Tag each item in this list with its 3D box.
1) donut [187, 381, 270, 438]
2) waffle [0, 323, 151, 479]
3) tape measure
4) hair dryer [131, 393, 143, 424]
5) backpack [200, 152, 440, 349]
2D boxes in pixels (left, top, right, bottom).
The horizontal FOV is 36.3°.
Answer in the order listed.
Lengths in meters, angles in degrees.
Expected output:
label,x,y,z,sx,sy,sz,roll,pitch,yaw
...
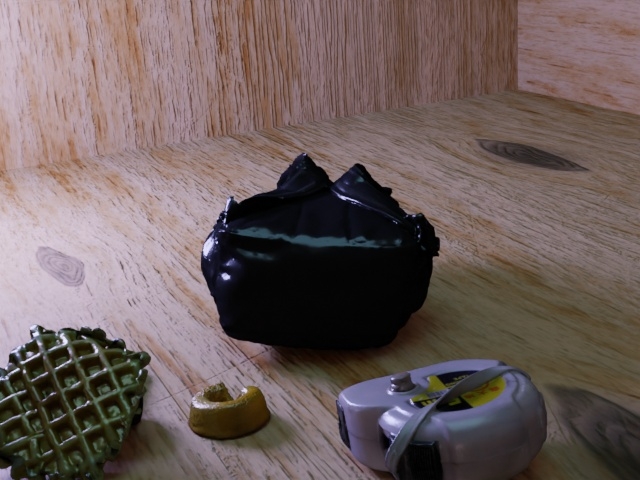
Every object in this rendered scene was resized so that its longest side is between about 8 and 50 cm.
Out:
label,x,y,z,sx,sy,sz,roll,pitch,yaw
donut,-0.122,0.218,1.271,0.108,0.043,0.097,-1,17,21
waffle,-0.318,0.200,1.211,0.207,0.054,0.214,12,57,14
tape measure,0.154,0.208,1.113,0.236,0.120,0.197,-13,14,-11
hair dryer,-0.293,0.194,1.352,0.124,0.072,0.219,-2,12,7
backpack,0.000,0.000,1.587,0.363,0.255,0.446,3,15,0
